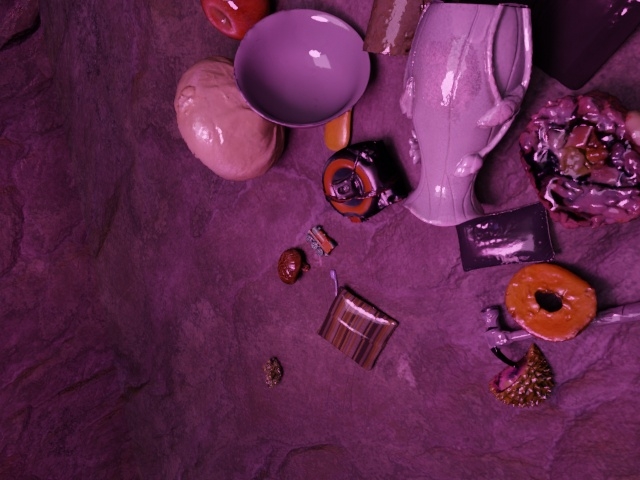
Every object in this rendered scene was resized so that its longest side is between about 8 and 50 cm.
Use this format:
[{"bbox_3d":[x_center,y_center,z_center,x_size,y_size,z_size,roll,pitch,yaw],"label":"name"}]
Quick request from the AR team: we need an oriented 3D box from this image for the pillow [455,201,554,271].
[{"bbox_3d":[0.424,-0.003,0.981,0.209,0.055,0.141,-11,90,38],"label":"pillow"}]

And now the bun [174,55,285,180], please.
[{"bbox_3d":[-0.229,-0.360,1.212,0.202,0.364,0.363,-18,92,28],"label":"bun"}]

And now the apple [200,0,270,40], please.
[{"bbox_3d":[-0.237,-0.683,1.204,0.201,0.201,0.162,22,72,31],"label":"apple"}]

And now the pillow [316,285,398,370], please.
[{"bbox_3d":[0.106,0.275,1.303,0.212,0.052,0.208,33,119,19],"label":"pillow"}]

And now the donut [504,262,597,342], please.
[{"bbox_3d":[0.501,0.137,0.915,0.162,0.065,0.178,-45,48,12],"label":"donut"}]

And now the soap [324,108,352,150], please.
[{"bbox_3d":[0.050,-0.338,1.185,0.089,0.033,0.168,16,111,33],"label":"soap"}]

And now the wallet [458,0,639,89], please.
[{"bbox_3d":[0.436,-0.468,0.785,0.323,0.041,0.247,45,151,12],"label":"wallet"}]

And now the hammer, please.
[{"bbox_3d":[0.568,0.169,0.911,0.427,0.044,0.152,-26,57,33],"label":"hammer"}]

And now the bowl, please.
[{"bbox_3d":[-0.046,-0.422,1.120,0.345,0.346,0.157,56,172,11],"label":"bowl"}]

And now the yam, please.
[{"bbox_3d":[0.203,-0.560,0.923,0.168,0.168,0.304,32,120,27],"label":"yam"}]

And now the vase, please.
[{"bbox_3d":[0.291,-0.253,0.890,0.250,0.250,0.444,20,122,32],"label":"vase"}]

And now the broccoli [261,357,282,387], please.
[{"bbox_3d":[-0.186,0.499,1.573,0.095,0.092,0.097,46,109,2],"label":"broccoli"}]

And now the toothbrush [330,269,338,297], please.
[{"bbox_3d":[0.054,0.188,1.347,0.019,0.013,0.193,-1,102,44],"label":"toothbrush"}]

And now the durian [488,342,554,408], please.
[{"bbox_3d":[0.483,0.361,1.007,0.119,0.108,0.186,44,125,20],"label":"durian"}]

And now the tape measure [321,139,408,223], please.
[{"bbox_3d":[0.106,-0.158,1.129,0.223,0.135,0.202,-21,98,45],"label":"tape measure"}]

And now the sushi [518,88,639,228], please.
[{"bbox_3d":[0.513,-0.158,0.795,0.237,0.171,0.269,-30,79,39],"label":"sushi"}]

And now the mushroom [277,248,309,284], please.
[{"bbox_3d":[-0.100,0.086,1.389,0.109,0.085,0.126,27,113,30],"label":"mushroom"}]

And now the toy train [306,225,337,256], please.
[{"bbox_3d":[0.000,0.000,1.316,0.103,0.044,0.064,51,124,12],"label":"toy train"}]
